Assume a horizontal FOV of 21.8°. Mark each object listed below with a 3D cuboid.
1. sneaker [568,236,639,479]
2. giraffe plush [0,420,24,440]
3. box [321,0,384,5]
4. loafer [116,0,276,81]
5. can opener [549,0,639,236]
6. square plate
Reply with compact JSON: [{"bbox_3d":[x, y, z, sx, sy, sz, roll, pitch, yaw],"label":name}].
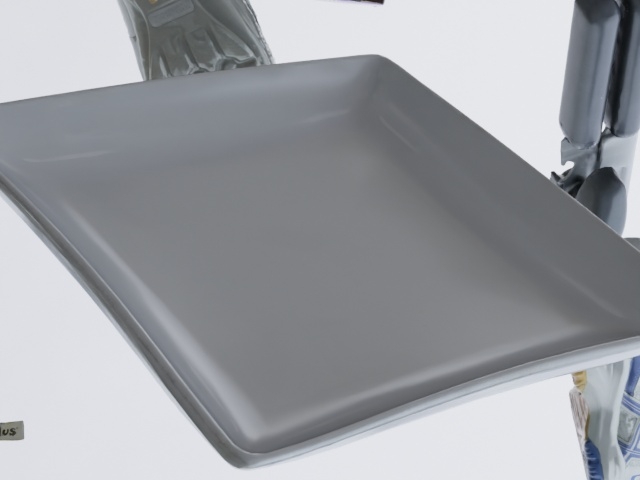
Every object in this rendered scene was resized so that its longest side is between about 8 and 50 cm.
[{"bbox_3d":[0.264,0.123,1.319,0.131,0.296,0.112,-11,-141,3],"label":"sneaker"},{"bbox_3d":[-0.341,0.123,1.368,0.210,0.170,0.181,-14,-127,-26],"label":"giraffe plush"},{"bbox_3d":[-0.023,-0.374,1.548,0.201,0.057,0.293,6,-85,-3],"label":"box"},{"bbox_3d":[-0.102,-0.185,1.289,0.112,0.319,0.111,-16,-153,18],"label":"loafer"},{"bbox_3d":[0.245,-0.098,1.399,0.074,0.280,0.093,-18,-131,-13],"label":"can opener"},{"bbox_3d":[0.000,0.000,0.995,0.344,0.347,0.049,43,-48,39],"label":"square plate"}]
